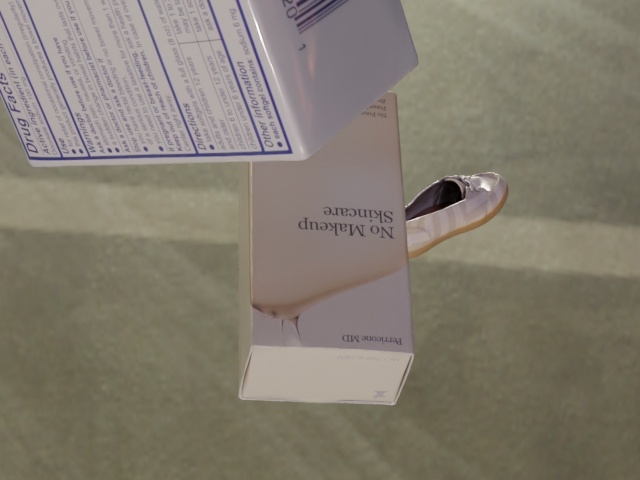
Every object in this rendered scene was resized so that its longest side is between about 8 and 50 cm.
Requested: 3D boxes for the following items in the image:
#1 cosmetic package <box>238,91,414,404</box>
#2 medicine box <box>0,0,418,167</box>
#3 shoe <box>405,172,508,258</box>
[{"bbox_3d":[0.000,0.000,1.487,0.160,0.113,0.309,2,56,-9],"label":"cosmetic package"},{"bbox_3d":[-0.116,-0.199,1.036,0.289,0.263,0.149,2,31,41],"label":"medicine box"},{"bbox_3d":[0.173,-0.046,2.005,0.219,0.058,0.076,-31,41,-34],"label":"shoe"}]
